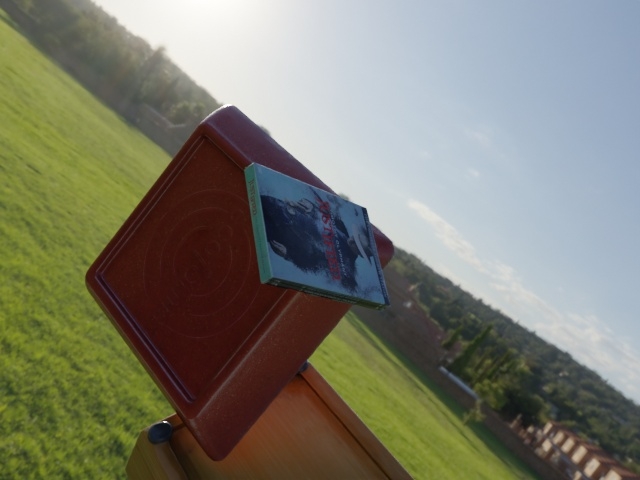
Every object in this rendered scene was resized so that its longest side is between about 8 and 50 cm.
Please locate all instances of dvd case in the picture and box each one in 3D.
[{"bbox_3d":[0.000,0.000,0.441,0.119,0.013,0.087,20,50,-44],"label":"dvd case"}]

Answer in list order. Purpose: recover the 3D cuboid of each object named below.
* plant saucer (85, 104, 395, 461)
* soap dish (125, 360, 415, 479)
[{"bbox_3d":[-0.104,0.024,0.596,0.259,0.258,0.047,43,8,28],"label":"plant saucer"},{"bbox_3d":[-0.031,0.249,0.589,0.291,0.228,0.118,41,-38,43],"label":"soap dish"}]
